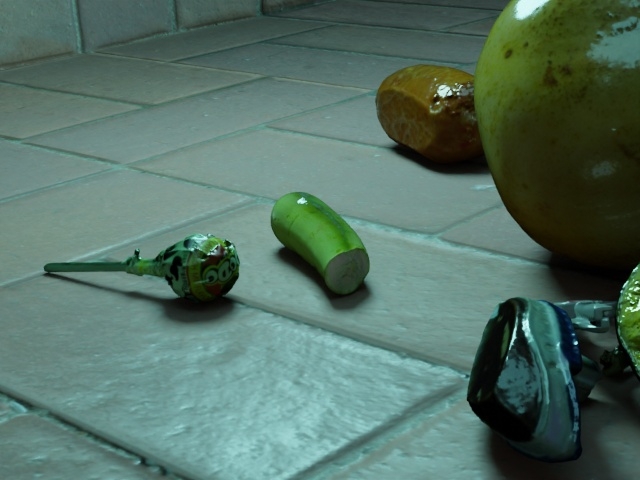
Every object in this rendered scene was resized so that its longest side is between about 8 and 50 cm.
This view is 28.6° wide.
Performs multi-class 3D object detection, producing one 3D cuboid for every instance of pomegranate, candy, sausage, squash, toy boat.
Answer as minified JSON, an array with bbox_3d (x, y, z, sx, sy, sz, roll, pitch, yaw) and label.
[{"bbox_3d":[0.392,-0.170,1.559,0.417,0.416,0.416,-3,19,1],"label":"pomegranate"},{"bbox_3d":[-0.234,0.032,1.596,0.305,0.083,0.091,0,19,33],"label":"candy"},{"bbox_3d":[0.198,-0.217,2.108,0.141,0.153,0.268,-12,20,-24],"label":"sausage"},{"bbox_3d":[0.000,0.000,1.629,0.083,0.083,0.250,-9,23,-18],"label":"squash"},{"bbox_3d":[0.210,0.131,1.174,0.115,0.114,0.262,30,20,-1],"label":"toy boat"}]

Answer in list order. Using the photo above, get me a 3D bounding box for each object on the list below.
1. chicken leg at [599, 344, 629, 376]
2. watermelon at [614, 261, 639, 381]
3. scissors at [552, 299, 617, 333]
[{"bbox_3d":[0.366,0.097,1.307,0.178,0.070,0.093,-21,31,-26],"label":"chicken leg"},{"bbox_3d":[0.401,0.077,1.202,0.232,0.127,0.204,-44,47,-5],"label":"watermelon"},{"bbox_3d":[0.272,0.078,1.316,0.118,0.030,0.242,-3,-2,0],"label":"scissors"}]
